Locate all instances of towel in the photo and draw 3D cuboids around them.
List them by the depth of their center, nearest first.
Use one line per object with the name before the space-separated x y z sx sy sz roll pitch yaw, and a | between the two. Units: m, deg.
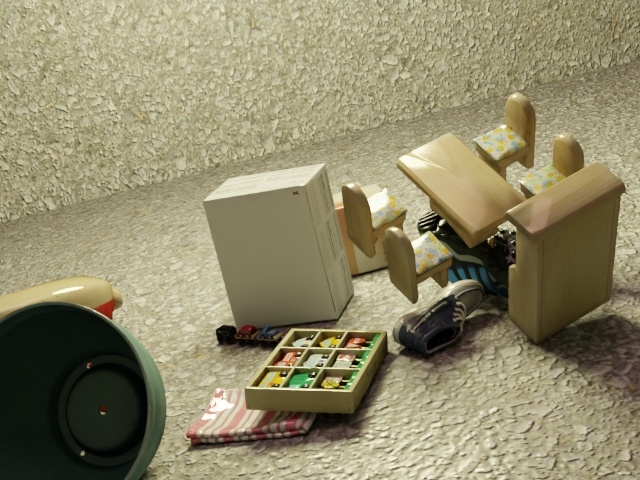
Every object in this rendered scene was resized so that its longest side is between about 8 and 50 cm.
towel | -0.092 0.259 1.758 0.197 0.029 0.144 -8 18 17

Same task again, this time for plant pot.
plant pot | -0.339 0.241 1.638 0.293 0.293 0.196 -9 -11 14

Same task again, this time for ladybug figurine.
ladybug figurine | -0.564 0.188 2.056 0.449 0.162 0.305 -18 -2 -9

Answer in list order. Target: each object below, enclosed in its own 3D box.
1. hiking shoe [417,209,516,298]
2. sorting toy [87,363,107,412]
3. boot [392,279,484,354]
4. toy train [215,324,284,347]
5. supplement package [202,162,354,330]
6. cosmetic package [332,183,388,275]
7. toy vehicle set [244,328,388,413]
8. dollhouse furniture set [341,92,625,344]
hiking shoe | 0.302 0.047 2.013 0.113 0.132 0.304 -36 48 -23
sorting toy | -0.388 0.300 1.781 0.126 0.127 0.365 33 43 26
boot | 0.216 0.131 1.903 0.190 0.069 0.086 -30 29 -24
toy train | -0.128 0.168 2.072 0.158 0.036 0.027 1 21 39
supplement package | -0.074 0.013 2.148 0.204 0.262 0.145 -8 16 18
cosmetic package | 0.000 0.000 2.337 0.296 0.153 0.129 -16 15 -5
toy vehicle set | 0.000 0.199 1.803 0.165 0.035 0.267 0 15 14
dollhouse furniture set | 0.280 -0.069 1.852 0.362 0.257 0.394 -28 49 -17
